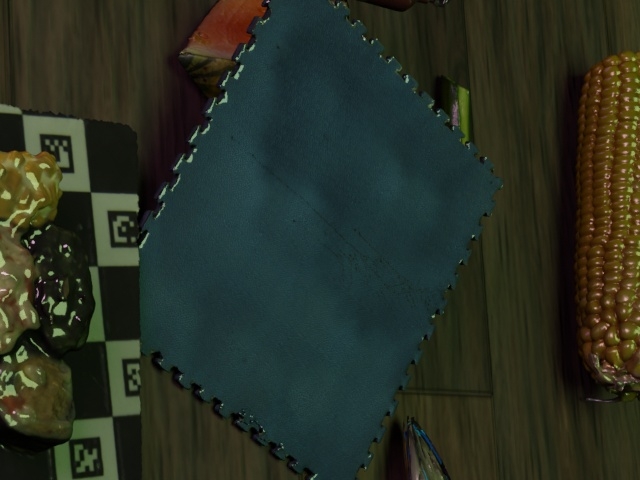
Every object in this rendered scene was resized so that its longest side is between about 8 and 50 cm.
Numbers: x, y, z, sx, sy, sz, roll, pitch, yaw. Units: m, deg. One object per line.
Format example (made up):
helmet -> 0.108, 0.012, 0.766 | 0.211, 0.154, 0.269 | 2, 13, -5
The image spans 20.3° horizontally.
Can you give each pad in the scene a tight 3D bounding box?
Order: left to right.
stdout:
pad -> 0.000, 0.000, 1.154 | 0.269, 0.012, 0.269 | 45, 66, -40

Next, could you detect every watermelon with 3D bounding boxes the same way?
watermelon -> -0.019, -0.131, 1.177 | 0.087, 0.069, 0.163 | 62, 37, -24

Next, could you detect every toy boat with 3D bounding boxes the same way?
toy boat -> 0.082, 0.224, 1.239 | 0.084, 0.066, 0.210 | 74, 5, -75

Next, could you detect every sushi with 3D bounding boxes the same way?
sushi -> -0.152, 0.026, 0.951 | 0.192, 0.050, 0.215 | 7, 76, -45

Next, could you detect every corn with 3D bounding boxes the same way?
corn -> 0.264, -0.015, 1.513 | 0.106, 0.106, 0.305 | 25, 59, -49

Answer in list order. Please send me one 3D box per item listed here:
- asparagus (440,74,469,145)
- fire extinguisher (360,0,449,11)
asparagus -> 0.103, -0.076, 1.370 | 0.025, 0.021, 0.108 | 19, 67, -52
fire extinguisher -> 0.010, -0.181, 1.193 | 0.173, 0.049, 0.035 | 13, 85, -14
